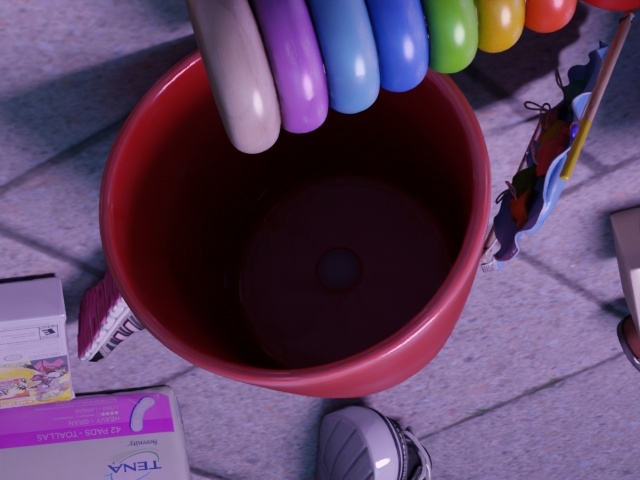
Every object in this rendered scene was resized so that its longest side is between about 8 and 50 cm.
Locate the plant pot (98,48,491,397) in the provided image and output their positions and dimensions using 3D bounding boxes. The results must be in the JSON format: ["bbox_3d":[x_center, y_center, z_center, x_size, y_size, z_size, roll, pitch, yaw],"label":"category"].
[{"bbox_3d":[0.000,0.000,1.244,0.275,0.275,0.243,-15,162,6],"label":"plant pot"}]

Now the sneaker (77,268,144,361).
[{"bbox_3d":[-0.162,0.060,1.470,0.075,0.063,0.170,12,140,-27],"label":"sneaker"}]

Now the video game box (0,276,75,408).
[{"bbox_3d":[-0.330,0.103,1.504,0.205,0.048,0.187,-6,150,-10],"label":"video game box"}]

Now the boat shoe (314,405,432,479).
[{"bbox_3d":[0.067,0.253,1.889,0.119,0.121,0.335,-14,164,-12],"label":"boat shoe"}]

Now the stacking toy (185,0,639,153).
[{"bbox_3d":[0.081,-0.169,1.093,0.330,0.141,0.141,-18,152,-4],"label":"stacking toy"}]

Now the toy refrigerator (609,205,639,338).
[{"bbox_3d":[0.413,0.002,1.536,0.270,0.094,0.102,-15,130,5],"label":"toy refrigerator"}]

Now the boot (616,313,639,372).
[{"bbox_3d":[0.470,0.053,1.674,0.264,0.096,0.280,13,140,-25],"label":"boot"}]

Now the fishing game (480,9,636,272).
[{"bbox_3d":[0.160,-0.065,1.230,0.041,0.189,0.264,25,169,-1],"label":"fishing game"}]

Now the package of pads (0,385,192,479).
[{"bbox_3d":[-0.271,0.277,1.655,0.297,0.229,0.101,-6,152,-13],"label":"package of pads"}]
